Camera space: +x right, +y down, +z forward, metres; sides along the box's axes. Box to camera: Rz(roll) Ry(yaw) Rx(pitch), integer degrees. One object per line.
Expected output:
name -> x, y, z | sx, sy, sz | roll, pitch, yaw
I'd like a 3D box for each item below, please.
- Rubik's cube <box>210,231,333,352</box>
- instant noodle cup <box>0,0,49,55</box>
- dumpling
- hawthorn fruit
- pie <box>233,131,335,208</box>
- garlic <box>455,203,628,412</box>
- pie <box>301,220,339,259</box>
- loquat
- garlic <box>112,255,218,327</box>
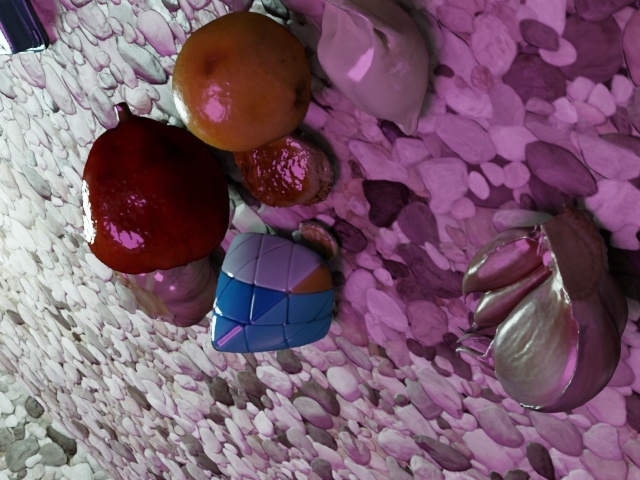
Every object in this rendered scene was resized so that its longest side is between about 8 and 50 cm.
Rubik's cube -> -0.041, 0.105, 1.842 | 0.254, 0.254, 0.254 | 29, 143, 25
instant noodle cup -> -0.620, -0.421, 1.995 | 0.179, 0.070, 0.157 | 8, 129, 45
dumpling -> 0.062, -0.251, 1.391 | 0.179, 0.131, 0.252 | 43, 174, 41
hawthorn fruit -> -0.295, -0.097, 1.820 | 0.265, 0.265, 0.307 | -5, 104, 50
pie -> -0.065, -0.125, 1.684 | 0.193, 0.079, 0.163 | -1, 121, 48
garlic -> 0.297, 0.103, 1.408 | 0.237, 0.210, 0.292 | 32, 136, 9
pie -> 0.000, -0.001, 1.790 | 0.084, 0.021, 0.084 | 33, 145, 27
loquat -> -0.115, -0.230, 1.505 | 0.208, 0.208, 0.208 | 29, 143, 25
garlic -> -0.303, 0.067, 2.080 | 0.228, 0.152, 0.228 | 17, 143, 13
